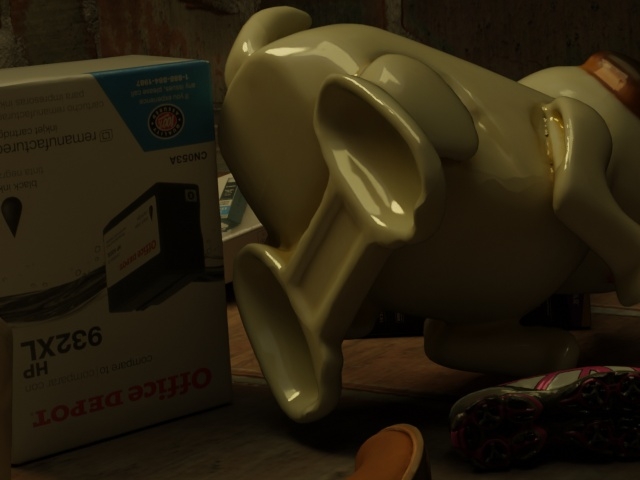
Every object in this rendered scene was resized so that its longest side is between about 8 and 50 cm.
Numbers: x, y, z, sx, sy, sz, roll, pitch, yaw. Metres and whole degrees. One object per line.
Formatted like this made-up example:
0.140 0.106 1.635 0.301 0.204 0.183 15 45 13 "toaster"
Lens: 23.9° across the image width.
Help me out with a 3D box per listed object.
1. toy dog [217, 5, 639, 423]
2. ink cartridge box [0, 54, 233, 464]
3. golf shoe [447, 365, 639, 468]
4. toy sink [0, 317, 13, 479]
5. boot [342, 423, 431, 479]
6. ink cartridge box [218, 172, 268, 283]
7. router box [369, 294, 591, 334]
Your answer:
0.129 -0.041 1.317 0.407 0.285 0.395 -2 37 -33 "toy dog"
-0.205 0.007 1.282 0.223 0.308 0.129 -12 15 -36 "ink cartridge box"
0.188 0.124 1.136 0.186 0.068 0.086 -4 9 3 "golf shoe"
-0.277 0.157 0.925 0.152 0.234 0.131 -5 -19 3 "toy sink"
0.002 0.174 0.953 0.152 0.073 0.197 -11 9 -10 "boot"
-0.178 -0.022 1.804 0.296 0.066 0.261 -22 34 -32 "ink cartridge box"
0.167 0.024 1.638 0.242 0.081 0.309 -3 11 9 "router box"
